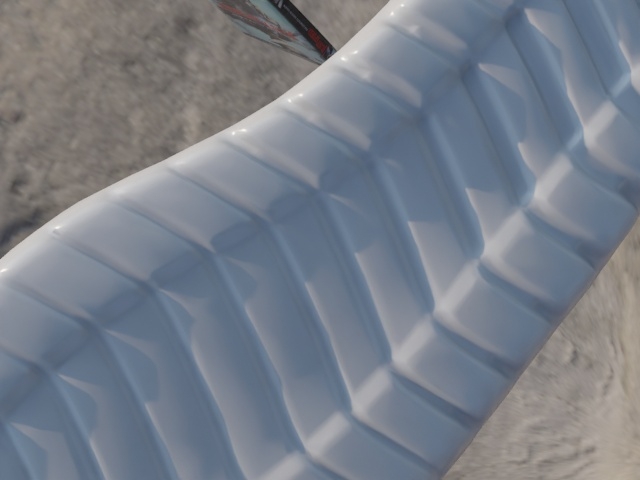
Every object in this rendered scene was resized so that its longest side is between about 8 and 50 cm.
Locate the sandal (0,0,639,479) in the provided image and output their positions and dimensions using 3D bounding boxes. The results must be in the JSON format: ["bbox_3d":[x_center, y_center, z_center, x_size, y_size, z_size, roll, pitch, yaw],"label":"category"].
[{"bbox_3d":[0.009,0.012,0.645,0.416,0.102,0.169,-39,92,-9],"label":"sandal"}]

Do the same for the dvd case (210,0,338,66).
[{"bbox_3d":[-0.041,-0.153,1.093,0.087,0.119,0.013,26,85,28],"label":"dvd case"}]
